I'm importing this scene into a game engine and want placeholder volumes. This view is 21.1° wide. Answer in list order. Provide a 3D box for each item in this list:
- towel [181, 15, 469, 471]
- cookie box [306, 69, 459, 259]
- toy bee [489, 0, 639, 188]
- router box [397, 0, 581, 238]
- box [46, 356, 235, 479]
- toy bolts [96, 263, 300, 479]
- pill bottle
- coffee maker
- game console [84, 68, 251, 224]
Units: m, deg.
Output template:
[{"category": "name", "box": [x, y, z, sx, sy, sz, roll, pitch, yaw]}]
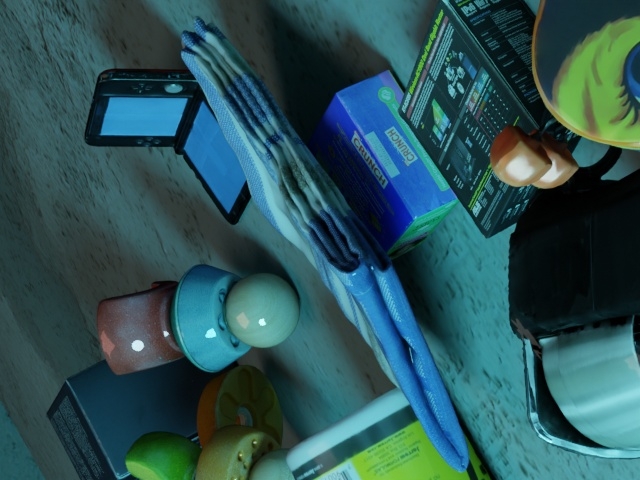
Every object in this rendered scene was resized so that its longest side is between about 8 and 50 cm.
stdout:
[{"category": "towel", "box": [0.000, 0.000, 1.106, 0.285, 0.034, 0.209, 55, 174, 45]}, {"category": "cookie box", "box": [0.037, -0.042, 1.057, 0.092, 0.040, 0.107, 59, 161, 8]}, {"category": "toy bee", "box": [0.110, -0.096, 0.578, 0.195, 0.162, 0.298, 30, -143, -48]}, {"category": "router box", "box": [0.089, -0.068, 0.896, 0.092, 0.038, 0.122, 56, 159, 16]}, {"category": "box", "box": [-0.169, 0.165, 1.679, 0.108, 0.153, 0.207, 61, 159, 7]}, {"category": "toy bolts", "box": [-0.057, 0.122, 1.417, 0.158, 0.218, 0.228, -9, 101, 32]}, {"category": "pill bottle", "box": [0.075, 0.207, 1.170, 0.208, 0.119, 0.119, 60, 160, 6]}, {"category": "coffee maker", "box": [0.151, 0.004, 0.709, 0.171, 0.120, 0.178, 65, 159, 2]}, {"category": "game console", "box": [-0.118, -0.070, 1.352, 0.144, 0.124, 0.085, 125, 143, -68]}]
